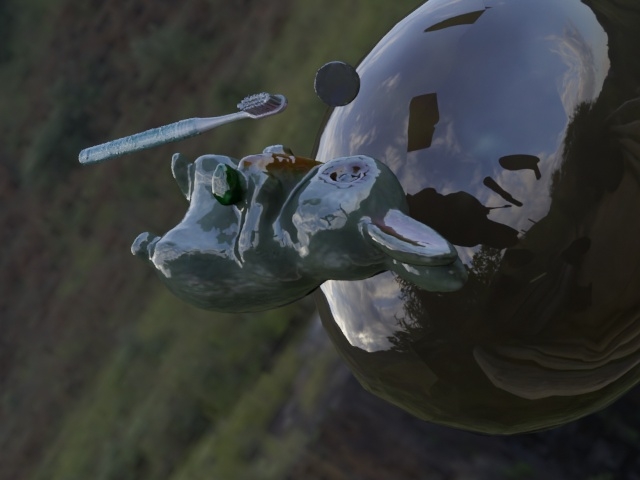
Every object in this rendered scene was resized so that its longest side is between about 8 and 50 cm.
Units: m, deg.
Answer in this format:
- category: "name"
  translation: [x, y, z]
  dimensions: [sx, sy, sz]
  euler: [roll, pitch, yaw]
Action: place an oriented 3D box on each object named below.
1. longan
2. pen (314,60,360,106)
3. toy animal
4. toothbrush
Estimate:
- category: "longan"
  translation: [0.159, -0.037, 1.586]
  dimensions: [0.404, 0.336, 0.405]
  euler: [-156, 90, -87]
- category: "pen"
  translation: [0.009, -0.090, 1.141]
  dimensions: [0.025, 0.025, 0.204]
  euler: [-58, 2, 4]
- category: "toy animal"
  translation: [-0.002, -0.008, 1.337]
  dimensions: [0.138, 0.236, 0.108]
  euler: [57, -141, -50]
- category: "toothbrush"
  translation: [-0.081, -0.061, 1.095]
  dimensions: [0.167, 0.014, 0.011]
  euler: [-12, 67, 43]
